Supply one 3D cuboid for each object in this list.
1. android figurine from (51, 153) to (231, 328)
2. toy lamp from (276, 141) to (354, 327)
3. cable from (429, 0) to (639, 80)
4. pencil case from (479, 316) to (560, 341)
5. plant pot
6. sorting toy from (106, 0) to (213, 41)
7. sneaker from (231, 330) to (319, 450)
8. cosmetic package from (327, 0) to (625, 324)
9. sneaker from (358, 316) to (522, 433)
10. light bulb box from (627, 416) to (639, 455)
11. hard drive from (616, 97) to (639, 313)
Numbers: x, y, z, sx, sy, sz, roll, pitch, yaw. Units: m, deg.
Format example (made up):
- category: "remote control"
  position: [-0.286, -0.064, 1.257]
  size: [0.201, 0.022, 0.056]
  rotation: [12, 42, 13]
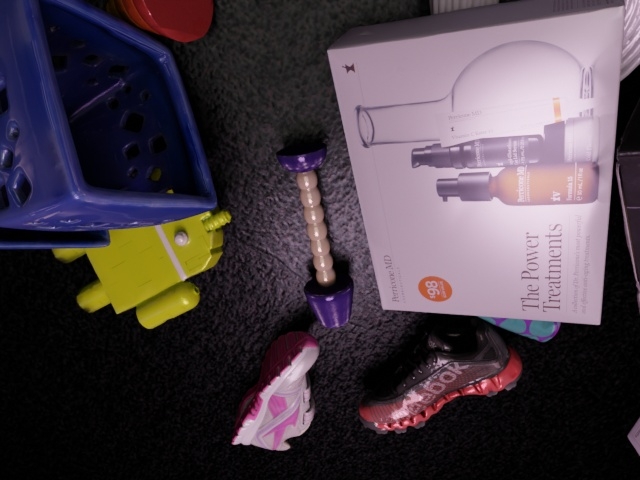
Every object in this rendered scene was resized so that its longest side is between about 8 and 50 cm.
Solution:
- category: "android figurine"
  position: [-0.253, -0.005, 0.743]
  size: [0.272, 0.056, 0.248]
  rotation: [-25, 90, 15]
- category: "toy lamp"
  position: [0.000, 0.000, 0.752]
  size: [0.080, 0.080, 0.275]
  rotation: [-7, 113, 5]
- category: "cable"
  position: [0.246, -0.270, 0.570]
  size: [0.257, 0.089, 0.257]
  rotation: [15, 139, 9]
- category: "pencil case"
  position: [0.287, 0.099, 0.791]
  size: [0.151, 0.064, 0.070]
  rotation: [23, 115, -8]
- category: "plant pot"
  position: [-0.290, -0.111, 0.600]
  size: [0.212, 0.236, 0.236]
  rotation: [-21, 83, 20]
- category: "sorting toy"
  position: [-0.245, -0.402, 0.583]
  size: [0.126, 0.127, 0.366]
  rotation: [-1, 117, 32]
- category: "sneaker"
  position: [-0.054, 0.254, 0.863]
  size: [0.111, 0.103, 0.252]
  rotation: [23, 120, -12]
- category: "cosmetic package"
  position: [0.189, -0.074, 0.626]
  size: [0.284, 0.097, 0.378]
  rotation: [2, 126, 26]
- category: "sneaker"
  position: [0.172, 0.209, 0.828]
  size: [0.276, 0.098, 0.135]
  rotation: [-27, 111, 11]
- category: "light bulb box"
  position: [0.682, 0.296, 0.703]
  size: [0.225, 0.361, 0.358]
  rotation: [13, 114, -4]
- category: "hard drive"
  position: [0.436, -0.029, 0.626]
  size: [0.064, 0.237, 0.339]
  rotation: [3, 133, 45]
